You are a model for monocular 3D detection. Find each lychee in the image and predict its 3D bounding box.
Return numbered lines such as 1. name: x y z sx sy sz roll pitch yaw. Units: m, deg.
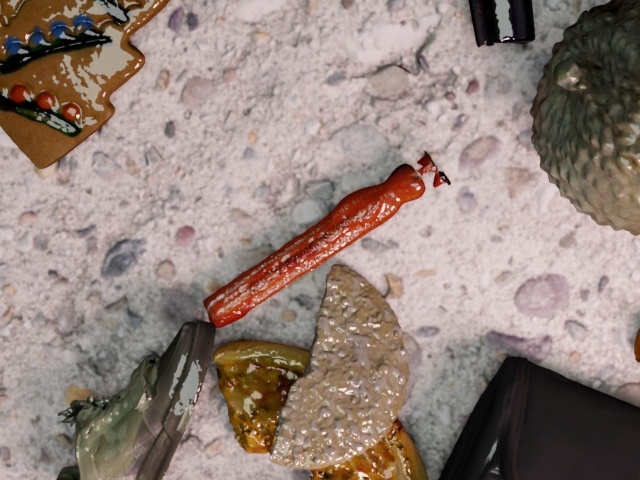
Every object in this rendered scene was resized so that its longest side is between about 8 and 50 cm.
1. lychee: 0.355 -0.129 1.100 0.275 0.255 0.255 12 99 -28

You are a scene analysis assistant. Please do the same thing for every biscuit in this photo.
1. biscuit: 0.036 0.155 1.202 0.133 0.032 0.249 21 66 -4
2. biscuit: -0.311 -0.233 1.234 0.278 0.043 0.301 3 97 5

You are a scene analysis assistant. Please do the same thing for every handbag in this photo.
1. handbag: 0.296 0.295 1.174 0.302 0.178 0.275 24 98 2

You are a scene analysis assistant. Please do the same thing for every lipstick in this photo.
1. lipstick: 0.175 -0.422 1.154 0.077 0.077 0.418 -9 95 6

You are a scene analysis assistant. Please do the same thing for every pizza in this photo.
1. pizza: -0.004 0.225 1.240 0.306 0.085 0.161 32 99 2

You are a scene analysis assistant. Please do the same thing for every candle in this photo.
1. candle: 0.000 0.000 1.233 0.329 0.048 0.051 -33 52 8

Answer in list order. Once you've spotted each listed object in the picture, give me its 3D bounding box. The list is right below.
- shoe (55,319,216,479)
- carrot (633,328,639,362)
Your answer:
1. shoe: -0.233 0.209 1.241 0.149 0.109 0.292 22 104 -2
2. carrot: 0.437 0.129 1.209 0.139 0.048 0.048 8 97 2
